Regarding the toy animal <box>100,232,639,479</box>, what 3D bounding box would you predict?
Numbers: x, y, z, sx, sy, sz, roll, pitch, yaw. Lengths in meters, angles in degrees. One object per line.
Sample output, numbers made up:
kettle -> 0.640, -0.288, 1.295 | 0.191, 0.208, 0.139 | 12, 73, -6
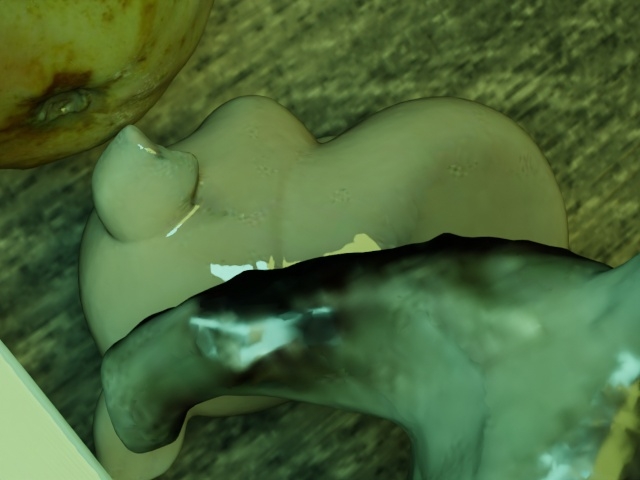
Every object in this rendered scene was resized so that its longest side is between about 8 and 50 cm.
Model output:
toy animal -> 0.124, 0.112, 0.818 | 0.344, 0.303, 0.194 | 39, 27, -53

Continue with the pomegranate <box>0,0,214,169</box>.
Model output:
pomegranate -> -0.142, -0.128, 0.814 | 0.207, 0.207, 0.207 | 3, 84, -29

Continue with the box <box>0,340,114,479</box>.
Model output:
box -> -0.232, 0.080, 0.784 | 0.200, 0.106, 0.299 | -40, 104, -15

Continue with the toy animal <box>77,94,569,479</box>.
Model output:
toy animal -> 0.004, 0.011, 0.913 | 0.250, 0.154, 0.166 | -11, 99, -27
